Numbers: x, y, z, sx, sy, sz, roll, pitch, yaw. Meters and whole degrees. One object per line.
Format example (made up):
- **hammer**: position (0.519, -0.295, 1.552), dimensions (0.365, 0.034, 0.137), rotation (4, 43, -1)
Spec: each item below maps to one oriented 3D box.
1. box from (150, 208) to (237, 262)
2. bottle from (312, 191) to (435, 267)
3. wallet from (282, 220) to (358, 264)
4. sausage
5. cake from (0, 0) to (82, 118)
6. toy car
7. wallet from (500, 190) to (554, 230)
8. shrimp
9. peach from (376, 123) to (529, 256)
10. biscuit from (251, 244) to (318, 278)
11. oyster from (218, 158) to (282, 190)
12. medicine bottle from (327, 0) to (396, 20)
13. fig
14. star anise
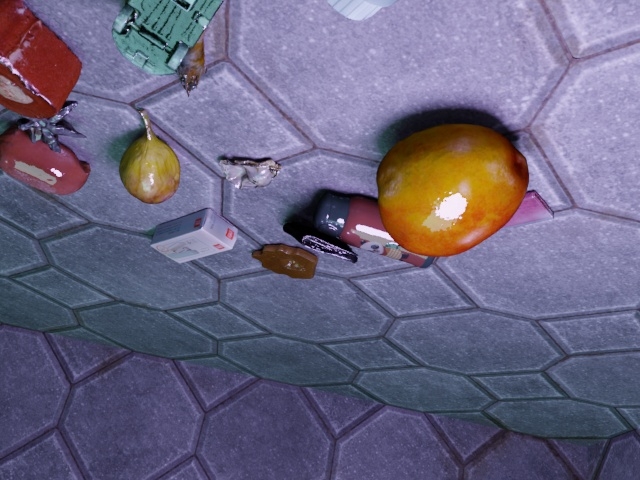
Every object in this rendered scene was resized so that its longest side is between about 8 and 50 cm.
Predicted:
- **box**: position (-0.397, -0.012, 2.001), dimensions (0.269, 0.079, 0.135), rotation (-14, 143, 37)
- **bottle**: position (0.147, -0.036, 1.720), dimensions (0.336, 0.144, 0.144), rotation (16, 150, -5)
- **wallet**: position (0.000, 0.000, 1.760), dimensions (0.172, 0.045, 0.318), rotation (18, -175, -13)
- **sausage**: position (-0.747, -0.212, 1.718), dimensions (0.254, 0.148, 0.148), rotation (30, 145, -26)
- **cake**: position (-0.661, -0.392, 1.365), dimensions (0.177, 0.151, 0.283), rotation (4, 152, 36)
- **toy car**: position (-0.248, -0.437, 1.134), dimensions (0.136, 0.125, 0.306), rotation (32, 127, -20)
- **wallet**: position (0.471, -0.066, 1.668), dimensions (0.232, 0.025, 0.119), rotation (-15, 142, 38)
- **shrimp**: position (-0.312, -0.414, 1.303), dimensions (0.169, 0.058, 0.296), rotation (17, 146, 0)
- **peach**: position (0.286, -0.114, 1.401), dimensions (0.332, 0.307, 0.308), rotation (-19, 141, 20)
- **biscuit**: position (-0.118, 0.063, 2.083), dimensions (0.215, 0.034, 0.182), rotation (14, 150, 0)
- **oyster**: position (-0.181, -0.173, 1.675), dimensions (0.166, 0.053, 0.108), rotation (9, 133, 18)
- **medicine bottle**: position (0.130, -0.471, 0.944), dimensions (0.158, 0.158, 0.318), rotation (28, 146, -28)
- **fig**: position (-0.438, -0.219, 1.624), dimensions (0.159, 0.159, 0.257), rotation (8, 131, 5)
- **star anise**: position (-0.679, -0.301, 1.587), dimensions (0.181, 0.061, 0.204), rotation (4, 131, -6)
